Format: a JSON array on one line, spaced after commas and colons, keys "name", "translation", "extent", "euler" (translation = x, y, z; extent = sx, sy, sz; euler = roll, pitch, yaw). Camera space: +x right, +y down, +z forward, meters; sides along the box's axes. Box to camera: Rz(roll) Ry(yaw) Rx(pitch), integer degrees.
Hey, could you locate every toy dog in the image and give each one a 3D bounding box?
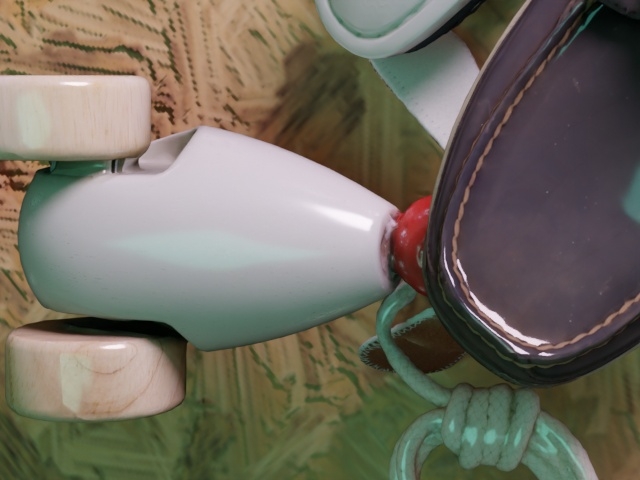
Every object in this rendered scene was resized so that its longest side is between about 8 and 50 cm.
[{"name": "toy dog", "translation": [0.000, 0.000, 0.689], "extent": [0.334, 0.161, 0.220], "euler": [19, 102, 4]}]

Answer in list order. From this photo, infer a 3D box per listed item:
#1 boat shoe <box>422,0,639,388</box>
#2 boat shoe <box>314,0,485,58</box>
[{"name": "boat shoe", "translation": [0.157, -0.104, 0.537], "extent": [0.132, 0.130, 0.355], "euler": [36, 86, 12]}, {"name": "boat shoe", "translation": [0.107, -0.201, 0.623], "extent": [0.114, 0.091, 0.302], "euler": [50, 115, 30]}]
